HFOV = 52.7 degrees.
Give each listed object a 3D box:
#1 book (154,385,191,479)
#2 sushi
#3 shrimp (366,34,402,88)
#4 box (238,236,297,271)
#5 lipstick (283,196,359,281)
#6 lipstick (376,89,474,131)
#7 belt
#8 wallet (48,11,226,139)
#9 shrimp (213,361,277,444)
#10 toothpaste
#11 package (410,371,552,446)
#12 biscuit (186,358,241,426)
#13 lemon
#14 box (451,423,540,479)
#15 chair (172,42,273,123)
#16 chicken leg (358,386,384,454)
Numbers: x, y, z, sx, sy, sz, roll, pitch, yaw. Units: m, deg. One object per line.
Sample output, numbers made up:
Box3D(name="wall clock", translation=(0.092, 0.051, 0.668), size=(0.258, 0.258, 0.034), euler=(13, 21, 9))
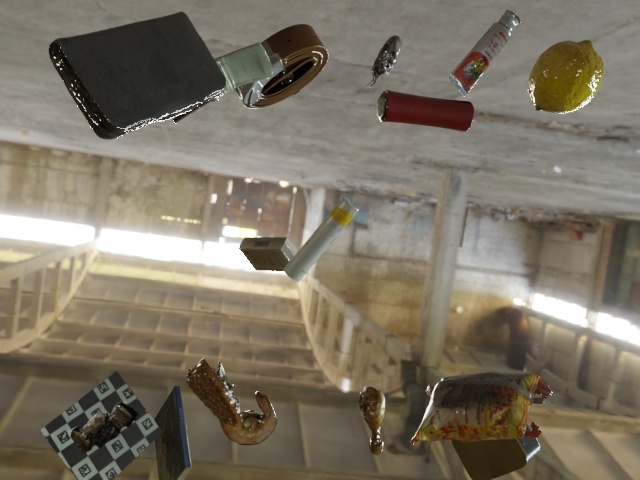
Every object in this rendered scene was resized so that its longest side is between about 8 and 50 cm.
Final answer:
Box3D(name="book", translation=(-0.434, 0.587, 1.874), size=(0.025, 0.191, 0.269), euler=(12, -142, -30))
Box3D(name="sushi", translation=(-0.506, 0.445, 1.493), size=(0.215, 0.192, 0.050), euler=(-39, -173, -41))
Box3D(name="shrimp", translation=(0.175, -0.487, 1.776), size=(0.057, 0.165, 0.065), euler=(7, -148, -24))
Box3D(name="box", translation=(-0.180, 0.051, 2.335), size=(0.201, 0.058, 0.141), euler=(-1, 139, 35))
Box3D(name="lipstick", translation=(0.000, 0.000, 1.759), size=(0.059, 0.264, 0.059), euler=(38, -170, -8))
Box3D(name="lipstick", translation=(0.261, -0.320, 1.601), size=(0.241, 0.080, 0.080), euler=(3, -176, -16))
Box3D(name="belt", translation=(-0.140, -0.587, 2.205), size=(0.339, 0.122, 0.217), euler=(-32, 159, 7))
Box3D(name="wallet", translation=(-0.326, -0.328, 1.246), size=(0.051, 0.197, 0.377), euler=(-23, -167, 37))
Box3D(name="shrimp", translation=(-0.192, 0.401, 1.589), size=(0.144, 0.251, 0.052), euler=(-14, -154, 7))
Box3D(name="toothpaste", translation=(0.428, -0.492, 1.690), size=(0.089, 0.234, 0.057), euler=(35, -174, -39))
Box3D(name="package", translation=(0.332, 0.351, 1.371), size=(0.288, 0.108, 0.223), euler=(-15, -166, 28))
Box3D(name="biscuit", translation=(-0.181, 0.264, 1.093), size=(0.025, 0.126, 0.206), euler=(-38, 173, -24))
Box3D(name="lemon", translation=(0.697, -0.463, 1.841), size=(0.192, 0.231, 0.192), euler=(27, -154, -15))
Box3D(name="box", translation=(0.460, 0.533, 1.695), size=(0.090, 0.144, 0.201), euler=(-13, 157, -43))
Box3D(name="chair", translation=(-0.317, -0.487, 1.809), size=(0.319, 0.186, 0.160), euler=(-29, 154, -2))
Box3D(name="chicken leg", translation=(0.189, 0.631, 2.256), size=(0.087, 0.251, 0.107), euler=(-1, -164, 20))
